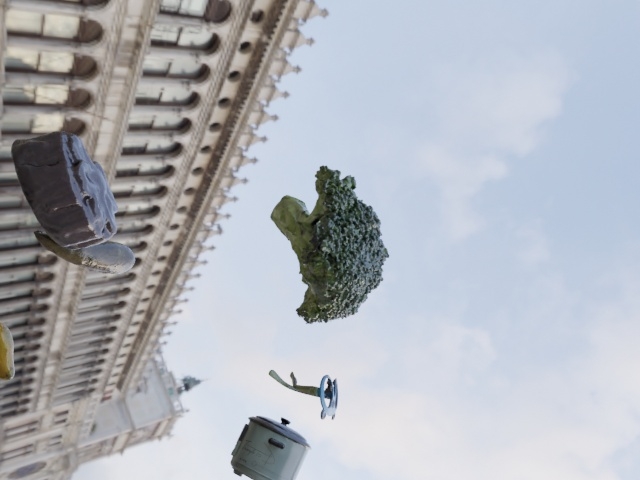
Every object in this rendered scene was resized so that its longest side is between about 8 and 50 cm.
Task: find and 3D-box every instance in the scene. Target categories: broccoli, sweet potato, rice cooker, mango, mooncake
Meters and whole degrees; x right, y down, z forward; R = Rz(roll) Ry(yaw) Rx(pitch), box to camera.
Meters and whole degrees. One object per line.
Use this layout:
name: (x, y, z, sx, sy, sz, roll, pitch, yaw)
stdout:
broccoli: (-0.005, 0.035, 1.445, 0.397, 0.274, 0.354, -9, -113, 54)
sweet potato: (-0.830, 0.046, 2.086, 0.130, 0.422, 0.131, -7, -103, 29)
rice cooker: (-0.165, 0.709, 1.938, 0.241, 0.227, 0.280, 25, -20, 5)
mango: (-1.007, 0.347, 1.810, 0.098, 0.075, 0.190, -20, -95, 35)
mooncake: (-0.792, -0.151, 1.834, 0.381, 0.212, 0.351, 110, -36, -80)

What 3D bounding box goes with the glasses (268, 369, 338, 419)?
glasses: (-0.029, 0.395, 1.597, 0.206, 0.239, 0.102, 34, -98, 17)
